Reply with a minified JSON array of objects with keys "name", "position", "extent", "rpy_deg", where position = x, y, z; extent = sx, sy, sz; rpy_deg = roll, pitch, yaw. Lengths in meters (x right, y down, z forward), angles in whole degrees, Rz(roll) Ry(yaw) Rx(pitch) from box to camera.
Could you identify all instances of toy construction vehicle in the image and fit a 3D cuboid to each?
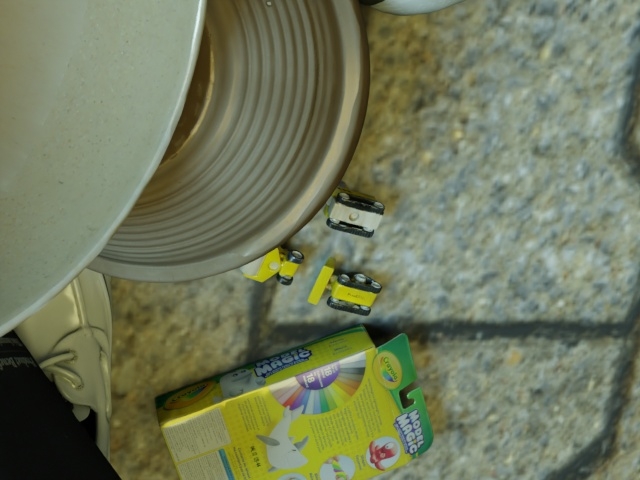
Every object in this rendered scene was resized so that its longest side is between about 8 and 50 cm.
[{"name":"toy construction vehicle","position":[0.000,0.000,0.760],"extent":[0.098,0.035,0.086],"rpy_deg":[13,119,-17]}]

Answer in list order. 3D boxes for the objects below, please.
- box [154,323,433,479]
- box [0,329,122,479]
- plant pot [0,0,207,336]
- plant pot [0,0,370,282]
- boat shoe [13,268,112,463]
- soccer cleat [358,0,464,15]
[{"name":"box","position":[-0.015,0.129,0.800],"extent":[0.179,0.043,0.105],"rpy_deg":[-18,115,-5]},{"name":"box","position":[-0.291,0.147,0.590],"extent":[0.296,0.183,0.294],"rpy_deg":[-37,83,2]},{"name":"plant pot","position":[-0.208,-0.108,0.441],"extent":[0.284,0.191,0.284],"rpy_deg":[-31,131,-44]},{"name":"plant pot","position":[-0.098,-0.090,0.596],"extent":[0.237,0.110,0.237],"rpy_deg":[1,97,11]},{"name":"boat shoe","position":[-0.168,0.088,0.716],"extent":[0.095,0.084,0.258],"rpy_deg":[-11,114,-11]},{"name":"soccer cleat","position":[0.073,-0.291,0.626],"extent":[0.143,0.116,0.331],"rpy_deg":[-9,117,-29]}]
